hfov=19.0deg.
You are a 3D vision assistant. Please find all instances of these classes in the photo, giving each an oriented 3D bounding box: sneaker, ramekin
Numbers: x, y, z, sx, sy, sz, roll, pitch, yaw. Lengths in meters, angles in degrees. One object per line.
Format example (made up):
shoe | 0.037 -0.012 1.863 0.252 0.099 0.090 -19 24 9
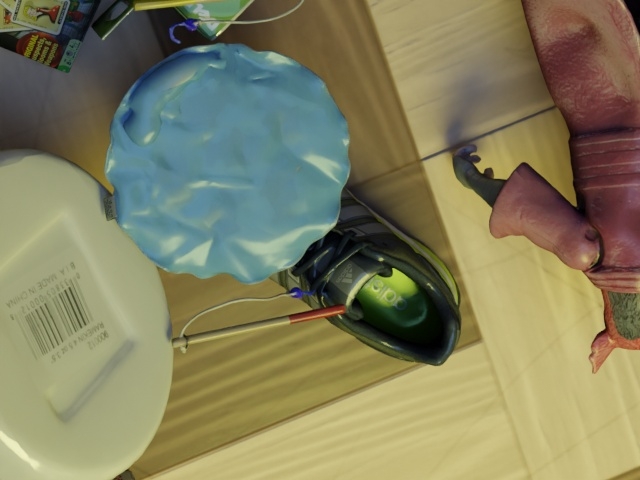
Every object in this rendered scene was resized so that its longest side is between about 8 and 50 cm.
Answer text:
sneaker | 0.000 0.000 1.500 0.300 0.121 0.111 31 95 -17
ramekin | -0.230 0.066 1.375 0.135 0.277 0.277 -18 111 33

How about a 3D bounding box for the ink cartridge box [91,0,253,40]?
ink cartridge box | -0.075 -0.210 1.440 0.209 0.109 0.062 -45 107 1

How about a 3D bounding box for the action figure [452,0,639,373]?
action figure | 0.258 -0.073 1.475 0.248 0.276 0.370 -3 90 -18

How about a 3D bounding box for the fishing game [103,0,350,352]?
fishing game | -0.070 -0.056 1.414 0.189 0.041 0.264 -12 103 -13

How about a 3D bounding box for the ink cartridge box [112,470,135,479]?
ink cartridge box | -0.201 0.232 1.530 0.122 0.088 0.052 -12 105 -9

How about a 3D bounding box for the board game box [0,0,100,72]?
board game box | -0.199 -0.259 1.404 0.136 0.030 0.259 21 116 -13
